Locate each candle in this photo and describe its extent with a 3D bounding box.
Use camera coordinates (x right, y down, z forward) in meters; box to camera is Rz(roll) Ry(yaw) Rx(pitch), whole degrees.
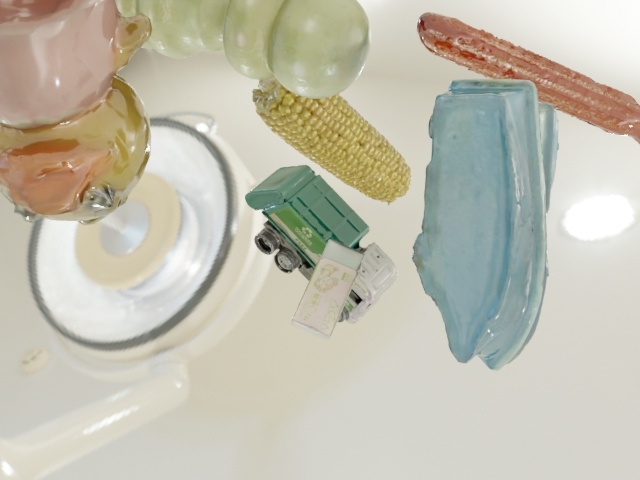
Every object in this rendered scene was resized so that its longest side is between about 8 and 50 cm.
[{"bbox_3d":[0.247,-0.162,0.906,0.051,0.329,0.048,133,-24,-66],"label":"candle"}]

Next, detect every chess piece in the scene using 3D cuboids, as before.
[{"bbox_3d":[-0.066,-0.219,0.848,0.251,0.144,0.144,27,-124,21],"label":"chess piece"}]

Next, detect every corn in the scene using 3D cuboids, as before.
[{"bbox_3d":[0.020,-0.132,1.097,0.091,0.260,0.091,-42,-143,16],"label":"corn"}]

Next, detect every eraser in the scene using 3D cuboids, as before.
[{"bbox_3d":[0.007,0.043,0.756,0.019,0.038,0.083,95,19,-68],"label":"eraser"}]

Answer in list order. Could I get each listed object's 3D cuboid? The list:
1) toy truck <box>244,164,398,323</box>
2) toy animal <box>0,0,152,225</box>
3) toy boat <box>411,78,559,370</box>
[{"bbox_3d":[0.000,0.000,1.289,0.114,0.253,0.124,-43,177,-36],"label":"toy truck"},{"bbox_3d":[-0.222,-0.125,0.700,0.195,0.281,0.169,-5,-148,3],"label":"toy animal"},{"bbox_3d":[0.141,-0.009,0.687,0.109,0.237,0.098,11,-163,42],"label":"toy boat"}]
